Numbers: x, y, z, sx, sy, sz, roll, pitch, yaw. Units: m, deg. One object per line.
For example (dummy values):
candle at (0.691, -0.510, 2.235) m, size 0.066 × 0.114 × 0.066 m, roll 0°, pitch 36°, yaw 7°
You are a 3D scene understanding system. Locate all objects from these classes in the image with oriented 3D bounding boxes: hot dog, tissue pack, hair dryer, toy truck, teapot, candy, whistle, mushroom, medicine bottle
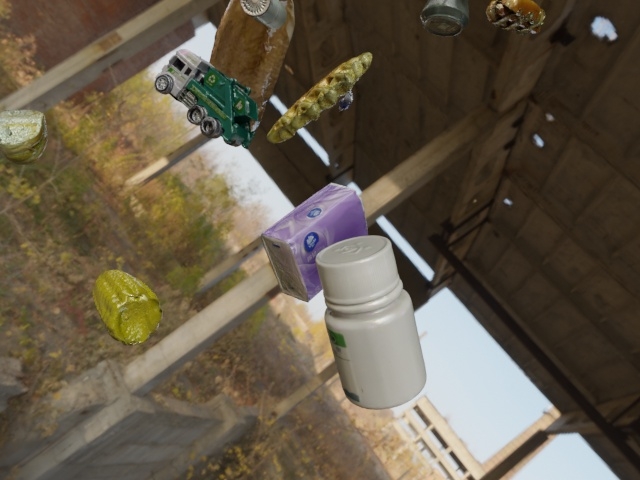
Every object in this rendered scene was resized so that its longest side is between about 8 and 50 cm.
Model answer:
hot dog at (0.571, -0.646, 1.484) m, size 0.109 × 0.269 × 0.072 m, roll -6°, pitch -91°, yaw 47°
tissue pack at (0.000, 0.000, 1.670) m, size 0.160 × 0.338 × 0.242 m, roll 17°, pitch -45°, yaw 42°
hair dryer at (-0.130, -0.369, 0.712) m, size 0.183 × 0.044 × 0.155 m, roll 40°, pitch 14°, yaw -6°
toy truck at (-0.208, -0.278, 0.998) m, size 0.216 × 0.116 × 0.110 m, roll 43°, pitch 12°, yaw 16°
teapot at (0.465, -0.866, 1.823) m, size 0.170 × 0.226 × 0.203 m, roll 14°, pitch -4°, yaw -25°
candy at (-0.376, 0.109, 0.966) m, size 0.094 × 0.106 × 0.198 m, roll 13°, pitch 10°, yaw -43°
whistle at (0.067, -0.364, 1.362) m, size 0.083 × 0.029 × 0.033 m, roll 148°, pitch -60°, yaw -69°
mushroom at (-0.223, -0.550, 1.537) m, size 0.224 × 0.314 × 0.397 m, roll 20°, pitch -32°, yaw -13°
medicine bottle at (0.074, 0.122, 0.784) m, size 0.139 × 0.138 × 0.237 m, roll -149°, pitch -140°, yaw -68°

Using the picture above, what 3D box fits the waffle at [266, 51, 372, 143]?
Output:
waffle at (0.001, -0.301, 1.082) m, size 0.056 × 0.261 × 0.250 m, roll 52°, pitch 33°, yaw -15°

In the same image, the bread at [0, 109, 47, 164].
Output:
bread at (-0.553, -0.188, 0.958) m, size 0.157 × 0.082 × 0.095 m, roll -139°, pitch -130°, yaw -60°
